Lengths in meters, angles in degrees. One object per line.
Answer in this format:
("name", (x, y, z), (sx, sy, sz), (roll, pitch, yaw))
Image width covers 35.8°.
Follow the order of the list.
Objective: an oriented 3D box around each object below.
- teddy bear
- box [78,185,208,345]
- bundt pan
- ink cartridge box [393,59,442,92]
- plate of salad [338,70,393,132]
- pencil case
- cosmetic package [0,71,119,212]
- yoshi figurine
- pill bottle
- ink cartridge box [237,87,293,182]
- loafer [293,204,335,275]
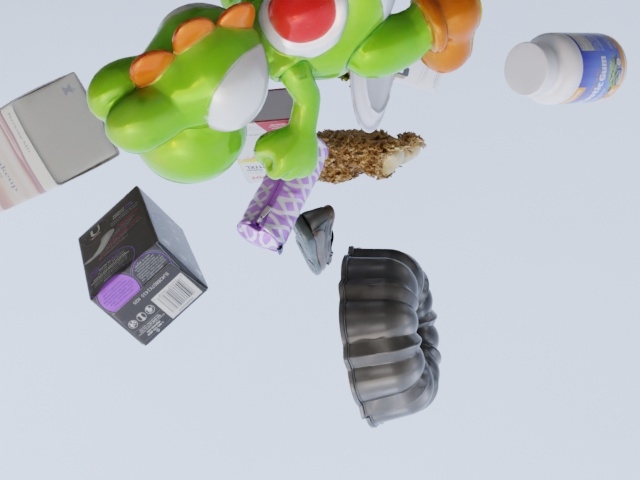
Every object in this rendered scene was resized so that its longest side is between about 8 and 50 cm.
("teddy bear", (0.034, -0.175, 1.902), (0.338, 0.113, 0.245), (4, -158, 43))
("box", (-0.336, 0.042, 1.848), (0.165, 0.143, 0.270), (-41, -149, 4))
("bundt pan", (0.136, 0.165, 1.771), (0.124, 0.331, 0.331), (-8, -148, 16))
("ink cartridge box", (0.178, -0.453, 2.434), (0.219, 0.093, 0.160), (12, -157, -20))
("plate of salad", (0.070, -0.264, 1.506), (0.048, 0.200, 0.200), (4, -144, 21))
("pencil case", (-0.061, -0.082, 1.570), (0.086, 0.088, 0.206), (16, -113, 21))
("cosmetic package", (-0.474, -0.147, 1.607), (0.129, 0.153, 0.296), (-36, -167, -38))
("yoshi figurine", (-0.044, -0.166, 0.930), (0.362, 0.203, 0.203), (-27, -146, -18))
("pill bottle", (0.520, -0.367, 2.116), (0.272, 0.152, 0.152), (-11, -157, -41))
("ink cartridge box", (-0.084, -0.177, 1.699), (0.127, 0.175, 0.072), (-4, -121, 10))
("loafer", (0.000, 0.000, 1.997), (0.084, 0.267, 0.096), (-30, -106, -5))
